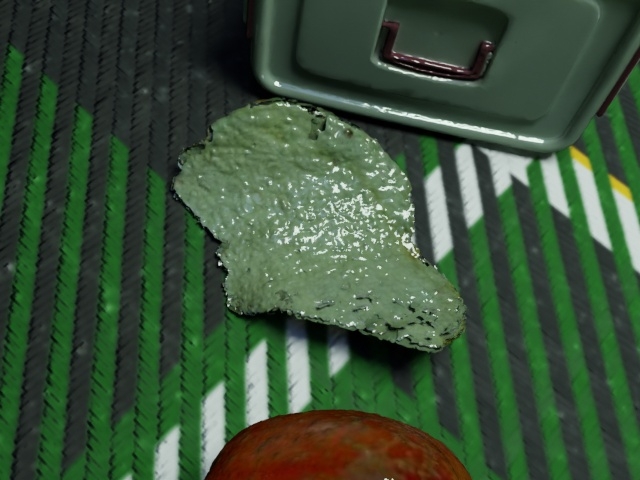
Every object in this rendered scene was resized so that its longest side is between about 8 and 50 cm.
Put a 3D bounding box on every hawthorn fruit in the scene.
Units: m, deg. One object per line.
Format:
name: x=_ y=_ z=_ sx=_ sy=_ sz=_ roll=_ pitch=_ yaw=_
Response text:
hawthorn fruit: x=-0.017 y=0.164 z=0.415 sx=0.204 sy=0.162 sz=0.162 roll=10 pitch=61 yaw=18

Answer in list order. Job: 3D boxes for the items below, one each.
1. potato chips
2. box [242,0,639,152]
potato chips: x=0.002 y=-0.002 z=0.540 sx=0.167 sy=0.059 sz=0.228 roll=-27 pitch=75 yaw=-13
box: x=0.098 y=-0.207 z=0.589 sx=0.294 sy=0.193 sz=0.167 roll=12 pitch=54 yaw=-1
